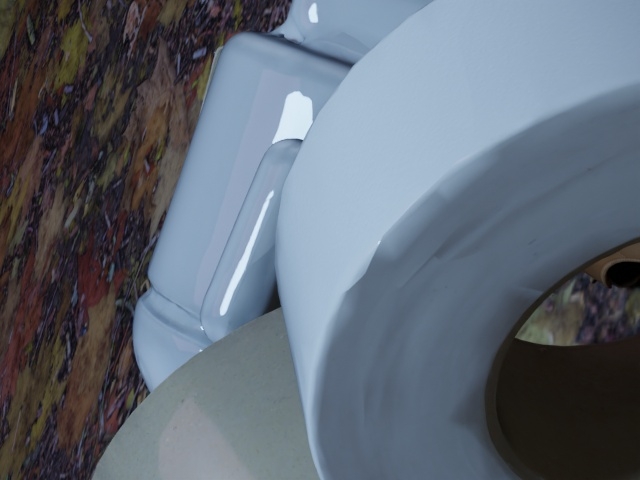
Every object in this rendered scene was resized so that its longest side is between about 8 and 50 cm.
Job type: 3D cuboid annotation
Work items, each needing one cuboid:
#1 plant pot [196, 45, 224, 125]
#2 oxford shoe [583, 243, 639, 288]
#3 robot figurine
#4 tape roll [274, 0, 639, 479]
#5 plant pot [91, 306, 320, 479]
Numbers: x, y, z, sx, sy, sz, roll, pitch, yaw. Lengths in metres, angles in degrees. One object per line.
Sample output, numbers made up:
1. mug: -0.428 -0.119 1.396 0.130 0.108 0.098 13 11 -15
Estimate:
1. plant pot: -0.037 -0.097 1.370 0.109 0.096 0.109 1 76 67
2. oxford shoe: 0.143 -0.007 0.935 0.076 0.076 0.212 65 167 -4
3. robot figurine: 0.000 0.000 1.081 0.300 0.200 0.353 -4 -65 -71
4. tape roll: 0.127 0.023 0.666 0.286 0.286 0.100 -60 27 31
5. plant pot: 0.049 0.204 0.821 0.274 0.256 0.256 56 128 42
